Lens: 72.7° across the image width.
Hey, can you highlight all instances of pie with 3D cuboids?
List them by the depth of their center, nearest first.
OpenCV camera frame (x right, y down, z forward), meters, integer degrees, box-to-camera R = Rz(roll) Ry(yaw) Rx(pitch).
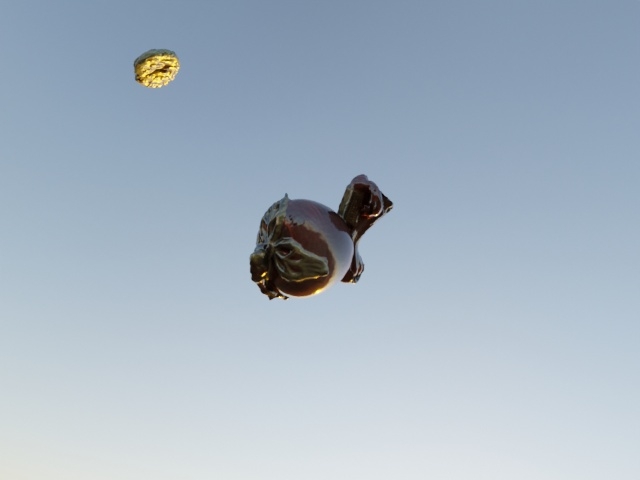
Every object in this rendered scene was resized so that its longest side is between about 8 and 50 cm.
[{"bbox_3d":[-0.267,-0.282,0.714,0.084,0.084,0.020,-35,-101,40],"label":"pie"}]

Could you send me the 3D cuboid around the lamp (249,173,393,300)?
[{"bbox_3d":[-0.010,-0.006,0.678,0.151,0.223,0.215,34,-63,20],"label":"lamp"}]
